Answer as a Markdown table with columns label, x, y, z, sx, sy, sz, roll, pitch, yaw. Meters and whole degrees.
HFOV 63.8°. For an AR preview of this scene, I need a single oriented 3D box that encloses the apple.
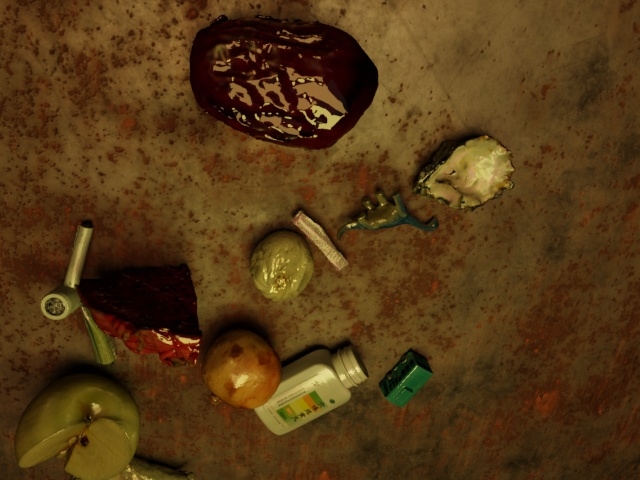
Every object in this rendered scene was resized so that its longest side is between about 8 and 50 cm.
| label | x | y | z | sx | sy | sz | roll | pitch | yaw |
| --- | --- | --- | --- | --- | --- | --- | --- | --- | --- |
| apple | -0.636 | 0.487 | 1.366 | 0.295 | 0.233 | 0.258 | 21 | 130 | -28 |

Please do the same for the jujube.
| label | x | y | z | sx | sy | sz | roll | pitch | yaw |
| --- | --- | --- | --- | --- | --- | --- | --- | --- | --- |
| jujube | -0.072 | -0.326 | 1.066 | 0.377 | 0.258 | 0.258 | 11 | 114 | 0 |

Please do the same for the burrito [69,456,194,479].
| label | x | y | z | sx | sy | sz | roll | pitch | yaw |
| --- | --- | --- | --- | --- | --- | --- | --- | --- | --- |
| burrito | -0.572 | 0.725 | 1.562 | 0.348 | 0.107 | 0.175 | 18 | 127 | -14 |

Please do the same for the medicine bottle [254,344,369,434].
| label | x | y | z | sx | sy | sz | roll | pitch | yaw |
| --- | --- | --- | --- | --- | --- | --- | --- | --- | --- |
| medicine bottle | -0.026 | 0.422 | 1.487 | 0.324 | 0.124 | 0.179 | -29 | 116 | 4 |

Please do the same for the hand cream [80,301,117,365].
| label | x | y | z | sx | sy | sz | roll | pitch | yaw |
| --- | --- | --- | --- | --- | --- | --- | --- | --- | --- |
| hand cream | -0.578 | 0.232 | 1.345 | 0.055 | 0.086 | 0.235 | 4 | 120 | 8 |

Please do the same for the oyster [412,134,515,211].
| label | x | y | z | sx | sy | sz | roll | pitch | yaw |
| --- | --- | --- | --- | --- | --- | --- | --- | --- | --- |
| oyster | 0.360 | -0.157 | 1.293 | 0.260 | 0.092 | 0.198 | -25 | 117 | -6 |

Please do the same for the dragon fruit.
| label | x | y | z | sx | sy | sz | roll | pitch | yaw |
| --- | --- | --- | --- | --- | --- | --- | --- | --- | --- |
| dragon fruit | -0.405 | 0.227 | 1.197 | 0.286 | 0.329 | 0.228 | -4 | 116 | -28 |

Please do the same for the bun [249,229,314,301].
| label | x | y | z | sx | sy | sz | roll | pitch | yaw |
| --- | --- | --- | --- | --- | --- | --- | --- | --- | --- |
| bun | -0.098 | 0.070 | 1.315 | 0.164 | 0.111 | 0.188 | 26 | 105 | -22 |

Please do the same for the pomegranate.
| label | x | y | z | sx | sy | sz | roll | pitch | yaw |
| --- | --- | --- | --- | --- | --- | --- | --- | --- | --- |
| pomegranate | -0.215 | 0.350 | 1.370 | 0.215 | 0.215 | 0.215 | -3 | 115 | -7 |

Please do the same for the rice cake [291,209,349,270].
| label | x | y | z | sx | sy | sz | roll | pitch | yaw |
| --- | --- | --- | --- | --- | --- | --- | --- | --- | --- |
| rice cake | 0.000 | 0.000 | 1.338 | 0.047 | 0.036 | 0.206 | -40 | 114 | 0 |

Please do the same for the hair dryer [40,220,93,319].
| label | x | y | z | sx | sy | sz | roll | pitch | yaw |
| --- | --- | --- | --- | --- | --- | --- | --- | --- | --- |
| hair dryer | -0.591 | 0.066 | 1.244 | 0.073 | 0.131 | 0.236 | 20 | 97 | -8 |

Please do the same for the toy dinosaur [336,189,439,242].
| label | x | y | z | sx | sy | sz | roll | pitch | yaw |
| --- | --- | --- | --- | --- | --- | --- | --- | --- | --- |
| toy dinosaur | 0.171 | -0.034 | 1.333 | 0.248 | 0.075 | 0.188 | -36 | 122 | 2 |

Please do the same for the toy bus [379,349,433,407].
| label | x | y | z | sx | sy | sz | roll | pitch | yaw |
| --- | --- | --- | --- | --- | --- | --- | --- | --- | --- |
| toy bus | 0.255 | 0.420 | 1.543 | 0.079 | 0.092 | 0.160 | 32 | 107 | -19 |
